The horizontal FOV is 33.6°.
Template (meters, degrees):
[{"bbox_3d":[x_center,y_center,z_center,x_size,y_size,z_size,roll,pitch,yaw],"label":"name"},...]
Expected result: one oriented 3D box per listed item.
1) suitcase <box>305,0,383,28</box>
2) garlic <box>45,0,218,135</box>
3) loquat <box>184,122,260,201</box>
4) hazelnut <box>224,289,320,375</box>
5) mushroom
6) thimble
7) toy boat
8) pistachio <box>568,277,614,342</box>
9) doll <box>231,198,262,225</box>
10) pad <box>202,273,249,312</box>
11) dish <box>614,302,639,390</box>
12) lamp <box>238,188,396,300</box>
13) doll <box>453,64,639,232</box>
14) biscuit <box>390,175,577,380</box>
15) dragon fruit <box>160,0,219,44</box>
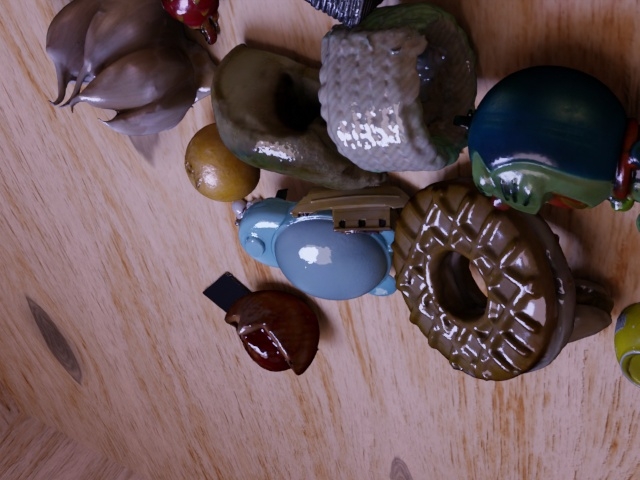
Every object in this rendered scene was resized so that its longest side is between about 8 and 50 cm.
[{"bbox_3d":[0.016,-0.431,1.208,0.229,0.152,0.335,33,152,9],"label":"suitcase"},{"bbox_3d":[-0.308,-0.280,1.671,0.210,0.292,0.238,-3,92,40],"label":"garlic"},{"bbox_3d":[-0.167,-0.132,1.816,0.141,0.141,0.141,26,148,18],"label":"loquat"},{"bbox_3d":[-0.099,0.185,2.161,0.201,0.161,0.170,6,140,33],"label":"hazelnut"},{"bbox_3d":[-0.025,-0.146,1.606,0.291,0.212,0.217,11,140,23],"label":"mushroom"},{"bbox_3d":[0.100,-0.196,1.365,0.150,0.219,0.219,2,136,32],"label":"thimble"},{"bbox_3d":[0.052,-0.047,1.701,0.200,0.077,0.057,0,178,4],"label":"toy boat"},{"bbox_3d":[0.375,0.110,1.618,0.149,0.113,0.113,-4,131,42],"label":"pistachio"},{"bbox_3d":[-0.132,-0.054,1.987,0.085,0.040,0.058,4,126,44],"label":"doll"},{"bbox_3d":[-0.133,0.174,2.332,0.265,0.009,0.159,40,149,-9],"label":"pad"},{"bbox_3d":[0.504,0.177,1.604,0.148,0.080,0.208,26,147,19],"label":"dish"},{"bbox_3d":[-0.004,0.009,1.827,0.284,0.147,0.209,24,142,20],"label":"lamp"},{"bbox_3d":[0.320,-0.108,1.305,0.321,0.186,0.198,15,178,4],"label":"doll"},{"bbox_3d":[0.237,0.058,1.589,0.332,0.103,0.332,30,131,41],"label":"biscuit"},{"bbox_3d":[-0.193,-0.353,1.593,0.094,0.094,0.190,31,161,10],"label":"dragon fruit"}]
